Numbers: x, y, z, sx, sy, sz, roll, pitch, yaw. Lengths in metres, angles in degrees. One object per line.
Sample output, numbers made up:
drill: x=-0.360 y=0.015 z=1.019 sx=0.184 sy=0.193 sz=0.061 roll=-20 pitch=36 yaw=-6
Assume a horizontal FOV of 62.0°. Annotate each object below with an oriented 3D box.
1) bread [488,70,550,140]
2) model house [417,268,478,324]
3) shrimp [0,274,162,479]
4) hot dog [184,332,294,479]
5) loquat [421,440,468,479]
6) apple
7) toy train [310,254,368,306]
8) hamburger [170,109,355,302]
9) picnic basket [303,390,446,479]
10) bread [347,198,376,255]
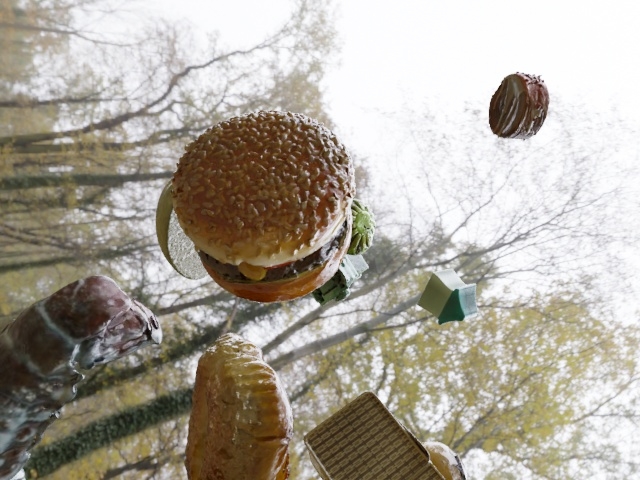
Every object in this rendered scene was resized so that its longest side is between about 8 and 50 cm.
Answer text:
bread: x=0.466 y=-0.315 z=1.254 sx=0.160 sy=0.073 sz=0.160 roll=-177 pitch=-90 yaw=-76
model house: x=0.373 y=0.170 z=1.508 sx=0.149 sy=0.101 sz=0.127 roll=41 pitch=-58 yaw=37
shrimp: x=-0.298 y=0.193 z=0.438 sx=0.221 sy=0.166 sz=0.410 roll=43 pitch=-71 yaw=14
hot dog: x=-0.182 y=0.400 z=1.176 sx=0.367 sy=0.196 sz=0.364 roll=31 pitch=-59 yaw=56
loquat: x=0.380 y=0.798 z=1.797 sx=0.235 sy=0.235 sz=0.234 roll=12 pitch=-74 yaw=49
apple: x=-0.243 y=-0.061 z=1.274 sx=0.233 sy=0.296 sz=0.257 roll=-123 pitch=-158 yaw=-63
toy train: x=0.000 y=0.000 z=1.388 sx=0.138 sy=0.178 sz=0.330 roll=-40 pitch=-103 yaw=40
hamburger: x=-0.096 y=-0.070 z=0.965 sx=0.329 sy=0.330 sz=0.250 roll=58 pitch=-9 yaw=26
picnic basket: x=0.133 y=0.559 z=1.286 sx=0.313 sy=0.228 sz=0.175 roll=49 pitch=-21 yaw=34
bread: x=0.085 y=-0.035 z=1.308 sx=0.071 sy=0.139 sz=0.130 roll=-20 pitch=-69 yaw=49
